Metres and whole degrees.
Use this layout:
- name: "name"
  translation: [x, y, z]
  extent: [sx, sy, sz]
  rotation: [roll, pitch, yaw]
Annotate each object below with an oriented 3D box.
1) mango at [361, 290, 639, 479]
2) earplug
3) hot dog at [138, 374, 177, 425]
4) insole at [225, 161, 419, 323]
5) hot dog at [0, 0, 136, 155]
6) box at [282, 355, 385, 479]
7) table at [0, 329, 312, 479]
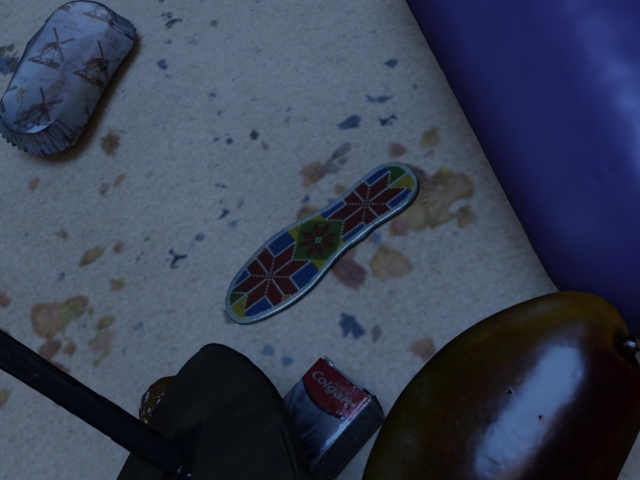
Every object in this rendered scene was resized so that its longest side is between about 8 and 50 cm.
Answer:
- name: "mango"
  translation: [0.086, 0.145, 0.458]
  extent: [0.133, 0.111, 0.267]
  rotation: [34, 94, 35]
- name: "earplug"
  translation: [0.182, -0.143, 0.552]
  extent: [0.215, 0.215, 0.456]
  rotation: [-20, 58, 8]
- name: "hot dog"
  translation: [-0.094, 0.128, 0.588]
  extent: [0.083, 0.035, 0.058]
  rotation: [2, 61, 23]
- name: "insole"
  translation: [0.000, 0.000, 0.649]
  extent: [0.193, 0.006, 0.065]
  rotation: [-37, 55, -3]
- name: "hot dog"
  translation: [-0.267, -0.172, 0.823]
  extent: [0.108, 0.059, 0.191]
  rotation: [14, 62, 12]
- name: "box"
  translation: [-0.047, 0.179, 0.537]
  extent: [0.055, 0.039, 0.218]
  rotation: [34, 76, 35]
- name: "table"
  translation: [-0.184, 0.139, 0.404]
  extent: [0.317, 0.249, 0.317]
  rotation: [-41, 31, 32]
